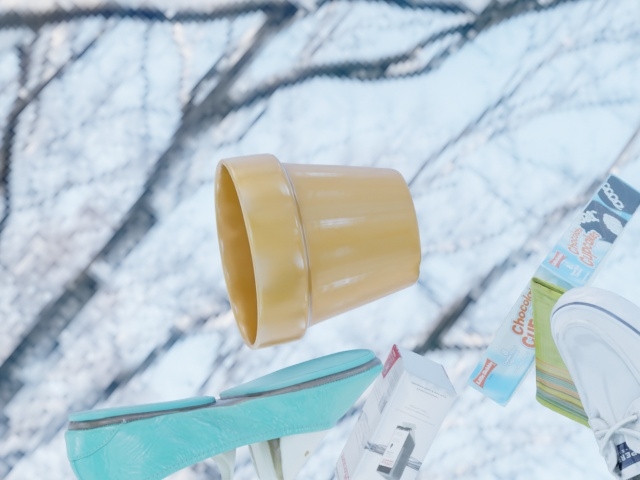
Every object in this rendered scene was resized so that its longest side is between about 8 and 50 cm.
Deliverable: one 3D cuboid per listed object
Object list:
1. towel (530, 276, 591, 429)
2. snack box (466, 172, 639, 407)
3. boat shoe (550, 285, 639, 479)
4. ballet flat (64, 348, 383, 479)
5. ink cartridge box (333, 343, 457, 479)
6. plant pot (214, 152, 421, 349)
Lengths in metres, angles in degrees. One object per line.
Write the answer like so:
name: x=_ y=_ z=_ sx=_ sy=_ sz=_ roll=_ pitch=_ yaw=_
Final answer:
towel: x=0.277 y=0.131 z=2.071 sx=0.102 sy=0.021 sz=0.237 roll=23 pitch=-30 yaw=24
snack box: x=0.288 y=0.055 z=2.275 sx=0.060 sy=0.322 sz=0.187 roll=33 pitch=-60 yaw=8
boat shoe: x=0.262 y=0.154 z=1.486 sx=0.258 sy=0.084 sz=0.095 roll=51 pitch=-46 yaw=-1
ballet flat: x=-0.063 y=0.142 z=1.353 sx=0.083 sy=0.247 sz=0.087 roll=-6 pitch=-85 yaw=64
ink cartridge box: x=0.069 y=0.178 z=1.771 sx=0.056 sy=0.135 sz=0.099 roll=24 pitch=10 yaw=-9
plant pot: x=0.000 y=0.000 z=2.010 sx=0.205 sy=0.188 sz=0.205 roll=170 pitch=-90 yaw=-78
